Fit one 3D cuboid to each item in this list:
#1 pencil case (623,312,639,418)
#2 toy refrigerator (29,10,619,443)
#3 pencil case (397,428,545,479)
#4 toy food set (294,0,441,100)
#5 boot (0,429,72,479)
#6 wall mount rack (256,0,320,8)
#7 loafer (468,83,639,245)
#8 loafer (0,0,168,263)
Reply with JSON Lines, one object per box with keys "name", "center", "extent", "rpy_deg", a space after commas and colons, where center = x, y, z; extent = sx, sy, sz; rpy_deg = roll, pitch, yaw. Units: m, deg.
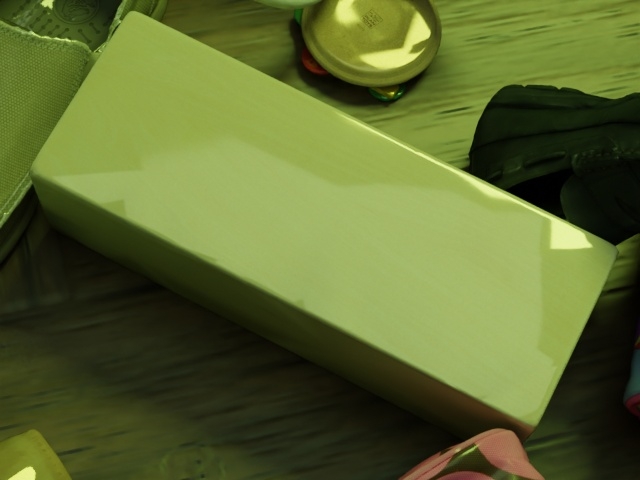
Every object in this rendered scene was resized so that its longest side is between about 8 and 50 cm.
{"name": "pencil case", "center": [0.219, -0.002, 0.788], "extent": [0.104, 0.104, 0.236], "rpy_deg": [15, 62, 1]}
{"name": "toy refrigerator", "center": [0.000, 0.000, 0.764], "extent": [0.269, 0.094, 0.102], "rpy_deg": [26, 72, 7]}
{"name": "pencil case", "center": [0.093, 0.196, 0.682], "extent": [0.098, 0.095, 0.209], "rpy_deg": [-22, 71, -25]}
{"name": "toy food set", "center": [0.027, -0.121, 0.861], "extent": [0.083, 0.020, 0.082], "rpy_deg": [31, 66, 8]}
{"name": "boot", "center": [-0.225, 0.141, 0.602], "extent": [0.269, 0.089, 0.236], "rpy_deg": [-24, 108, -33]}
{"name": "wall mount rack", "center": [0.001, -0.312, 0.820], "extent": [0.304, 0.130, 0.350], "rpy_deg": [36, 53, -27]}
{"name": "loafer", "center": [0.154, -0.032, 0.745], "extent": [0.076, 0.223, 0.078], "rpy_deg": [26, 80, -33]}
{"name": "loafer", "center": [-0.170, -0.081, 0.781], "extent": [0.102, 0.092, 0.268], "rpy_deg": [26, 65, 6]}
